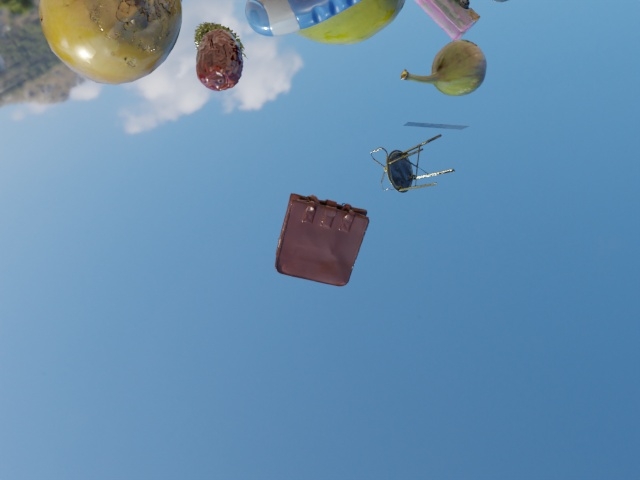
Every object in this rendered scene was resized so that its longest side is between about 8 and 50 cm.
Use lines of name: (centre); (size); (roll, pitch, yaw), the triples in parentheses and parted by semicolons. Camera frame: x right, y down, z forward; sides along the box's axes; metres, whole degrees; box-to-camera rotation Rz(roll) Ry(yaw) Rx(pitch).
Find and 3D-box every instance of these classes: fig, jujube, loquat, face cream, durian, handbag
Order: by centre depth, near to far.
loquat: (-0.340, -0.372, 1.172); (0.234, 0.235, 0.235); (-18, -148, 12)
face cream: (-0.009, -0.438, 1.240); (0.263, 0.083, 0.149); (-29, -125, 0)
jujube: (-0.249, -0.448, 1.769); (0.112, 0.109, 0.176); (9, -129, -20)
fig: (0.036, -0.648, 1.813); (0.343, 0.343, 0.343); (-18, -148, 12)
fig: (0.336, -0.452, 1.917); (0.151, 0.152, 0.259); (9, -157, 43)
handbag: (0.000, 0.000, 2.258); (0.259, 0.276, 0.084); (12, -151, -5)
durian: (-0.373, -0.694, 2.548); (0.220, 0.137, 0.096); (13, -120, 21)

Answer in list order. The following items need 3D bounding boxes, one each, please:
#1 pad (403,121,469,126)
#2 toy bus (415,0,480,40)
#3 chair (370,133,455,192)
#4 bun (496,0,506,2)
pad: (0.359, -0.357, 2.242); (0.190, 0.004, 0.127); (3, -176, 0)
toy bus: (0.411, -0.816, 2.447); (0.112, 0.274, 0.090); (-46, -179, -20)
chair: (0.276, -0.238, 2.426); (0.325, 0.160, 0.170); (-10, -160, 44)
bun: (0.608, -0.961, 2.331); (0.211, 0.360, 0.360); (37, -120, 12)
